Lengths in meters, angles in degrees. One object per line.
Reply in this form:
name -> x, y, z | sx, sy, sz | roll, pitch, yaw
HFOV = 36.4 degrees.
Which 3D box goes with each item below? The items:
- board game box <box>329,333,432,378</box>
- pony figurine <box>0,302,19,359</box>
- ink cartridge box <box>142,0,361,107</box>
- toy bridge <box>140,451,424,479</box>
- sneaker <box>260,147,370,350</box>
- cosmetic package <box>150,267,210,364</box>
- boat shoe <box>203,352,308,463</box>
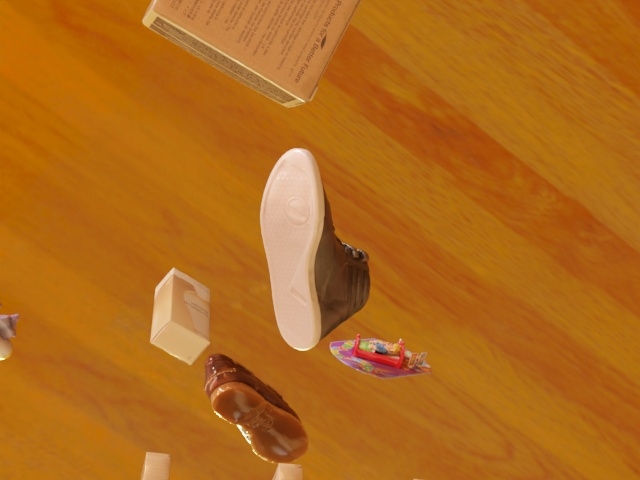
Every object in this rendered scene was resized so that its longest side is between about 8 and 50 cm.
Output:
board game box -> 0.099, 0.173, 1.555 | 0.168, 0.133, 0.033 | 2, 109, -43
pony figurine -> -0.632, 0.099, 1.522 | 0.351, 0.363, 0.303 | -11, 65, 8
ink cartridge box -> -0.052, -0.291, 1.051 | 0.193, 0.088, 0.235 | 30, 82, -17
toy bridge -> -0.026, 0.165, 0.606 | 0.188, 0.026, 0.063 | 8, 136, -11
sneaker -> 0.000, 0.000, 1.429 | 0.147, 0.104, 0.296 | -23, 116, -48
cosmetic package -> -0.165, 0.088, 1.156 | 0.060, 0.115, 0.041 | 33, 111, -24
boat shoe -> -0.081, 0.213, 1.243 | 0.073, 0.073, 0.207 | -32, 134, 1
